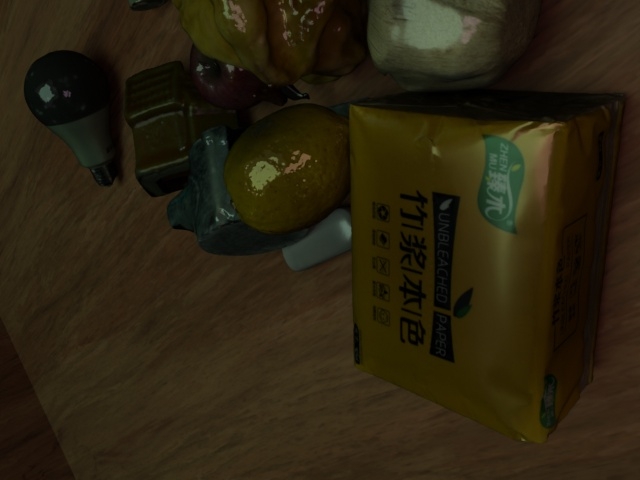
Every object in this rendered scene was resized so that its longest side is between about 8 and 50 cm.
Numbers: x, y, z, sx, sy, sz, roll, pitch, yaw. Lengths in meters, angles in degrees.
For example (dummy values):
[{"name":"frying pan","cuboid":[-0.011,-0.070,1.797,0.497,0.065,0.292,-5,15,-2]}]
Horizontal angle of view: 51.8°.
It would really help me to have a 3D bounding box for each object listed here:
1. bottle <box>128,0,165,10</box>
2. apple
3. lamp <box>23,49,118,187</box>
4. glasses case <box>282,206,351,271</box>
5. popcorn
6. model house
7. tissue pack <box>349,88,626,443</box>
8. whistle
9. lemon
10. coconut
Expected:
[{"name":"bottle","cuboid":[-0.363,-0.557,1.280,0.072,0.072,0.202,-7,100,45]},{"name":"apple","cuboid":[-0.147,-0.300,1.134,0.153,0.120,0.154,16,117,33]},{"name":"lamp","cuboid":[-0.546,-0.290,1.528,0.181,0.182,0.314,19,149,38]},{"name":"glasses case","cuboid":[0.000,0.000,1.152,0.193,0.049,0.074,-27,83,44]},{"name":"popcorn","cuboid":[-0.048,-0.333,0.911,0.316,0.297,0.281,34,112,59]},{"name":"model house","cuboid":[-0.265,-0.228,1.270,0.267,0.173,0.239,-13,82,15]},{"name":"tissue pack","cuboid":[0.198,0.008,0.837,0.293,0.228,0.382,16,115,42]},{"name":"whistle","cuboid":[-0.077,-0.105,1.066,0.404,0.188,0.168,-27,65,42]},{"name":"lemon","cuboid":[-0.037,-0.097,0.898,0.207,0.170,0.170,-31,81,12]},{"name":"coconut","cuboid":[0.146,-0.279,0.798,0.224,0.224,0.224,18,117,39]}]
